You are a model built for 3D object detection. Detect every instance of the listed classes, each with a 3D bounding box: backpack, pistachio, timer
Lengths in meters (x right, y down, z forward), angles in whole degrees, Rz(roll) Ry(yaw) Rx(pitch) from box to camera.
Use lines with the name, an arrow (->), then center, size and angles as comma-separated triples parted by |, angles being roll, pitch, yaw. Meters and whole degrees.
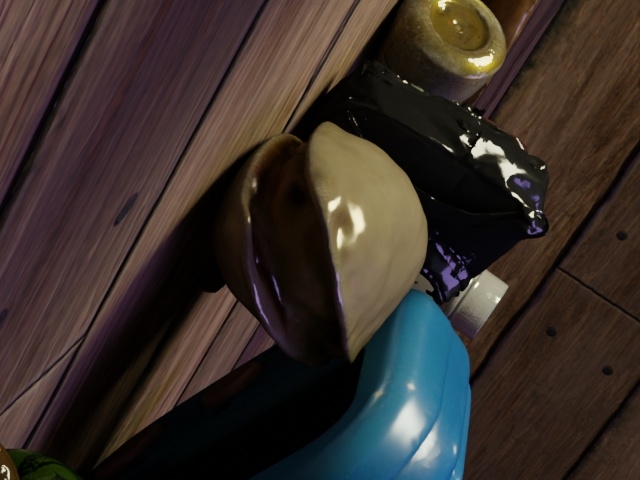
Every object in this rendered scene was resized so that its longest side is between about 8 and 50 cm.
backpack -> 0.068, -0.049, 1.328 | 0.120, 0.165, 0.106 | -38, -162, 39
pistachio -> 0.000, 0.000, 1.196 | 0.223, 0.126, 0.152 | 32, 51, -78
timer -> -0.051, 0.176, 1.292 | 0.340, 0.115, 0.309 | -32, -168, 17

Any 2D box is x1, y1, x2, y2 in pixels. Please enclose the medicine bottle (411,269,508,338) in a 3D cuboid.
medicine bottle -> 0.091, 0.019, 1.907 | 0.119, 0.183, 0.069 | -57, 176, 25

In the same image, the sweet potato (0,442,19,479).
sweet potato -> -0.197, 0.172, 0.856 | 0.233, 0.062, 0.081 | -55, 178, 29

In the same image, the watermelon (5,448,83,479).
watermelon -> -0.146, 0.145, 0.921 | 0.109, 0.109, 0.109 | -55, 175, -7

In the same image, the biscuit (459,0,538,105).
biscuit -> 0.148, -0.216, 1.507 | 0.262, 0.037, 0.262 | -63, -174, 12

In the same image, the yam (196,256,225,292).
yam -> -0.029, -0.025, 1.337 | 0.234, 0.029, 0.027 | -50, 130, -55

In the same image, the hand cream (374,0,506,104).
hand cream -> 0.055, -0.102, 1.438 | 0.084, 0.084, 0.203 | -51, -179, -41
